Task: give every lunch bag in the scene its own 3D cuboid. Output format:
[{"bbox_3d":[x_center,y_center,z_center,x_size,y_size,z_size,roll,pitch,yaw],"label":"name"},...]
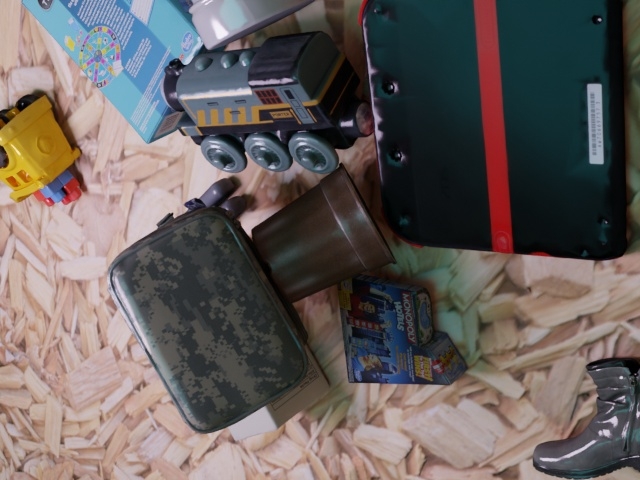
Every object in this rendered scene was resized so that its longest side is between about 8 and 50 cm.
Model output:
[{"bbox_3d":[-0.162,0.099,1.606,0.305,0.212,0.256,60,178,-5],"label":"lunch bag"}]

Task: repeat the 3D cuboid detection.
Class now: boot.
[{"bbox_3d":[0.393,0.237,1.491,0.246,0.083,0.161,-12,98,37],"label":"boot"}]

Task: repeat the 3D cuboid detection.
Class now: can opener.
[{"bbox_3d":[-0.228,-0.006,1.861,0.280,0.093,0.074,-39,85,40],"label":"can opener"}]

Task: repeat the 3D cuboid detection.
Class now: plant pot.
[{"bbox_3d":[0.000,0.000,1.567,0.165,0.167,0.167,-30,93,4],"label":"plant pot"}]

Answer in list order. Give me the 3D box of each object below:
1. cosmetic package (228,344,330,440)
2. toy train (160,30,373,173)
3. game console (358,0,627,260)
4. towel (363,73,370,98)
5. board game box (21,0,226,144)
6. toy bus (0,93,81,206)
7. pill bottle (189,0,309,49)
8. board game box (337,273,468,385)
[{"bbox_3d":[-0.134,0.167,1.830,0.129,0.153,0.296,-26,94,45],"label":"cosmetic package"},{"bbox_3d":[-0.081,-0.199,1.560,0.334,0.142,0.190,3,141,39],"label":"toy train"},{"bbox_3d":[0.223,-0.161,1.408,0.342,0.060,0.386,4,116,26],"label":"game console"},{"bbox_3d":[0.125,-0.224,1.486,0.148,0.027,0.110,25,126,27],"label":"towel"},{"bbox_3d":[-0.314,-0.363,1.739,0.336,0.079,0.254,48,134,9],"label":"board game box"},{"bbox_3d":[-0.551,-0.143,2.030,0.220,0.149,0.211,-14,119,45],"label":"toy bus"},{"bbox_3d":[-0.153,-0.458,1.465,0.204,0.204,0.361,-18,101,44],"label":"pill bottle"},{"bbox_3d":[0.127,0.145,1.662,0.194,0.060,0.194,11,119,34],"label":"board game box"}]
